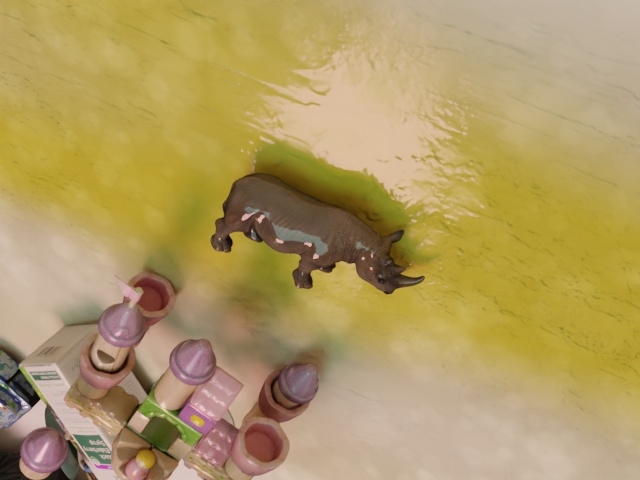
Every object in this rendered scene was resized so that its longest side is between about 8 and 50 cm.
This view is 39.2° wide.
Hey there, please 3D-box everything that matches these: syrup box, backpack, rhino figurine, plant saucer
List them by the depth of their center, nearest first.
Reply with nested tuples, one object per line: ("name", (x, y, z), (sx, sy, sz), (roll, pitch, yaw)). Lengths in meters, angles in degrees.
("rhino figurine", (0.000, 0.000, 0.989), (0.243, 0.073, 0.106), (22, 133, 7))
("syrup box", (-0.311, 0.240, 1.279), (0.093, 0.096, 0.237), (-8, 118, 41))
("backpack", (-0.496, 0.228, 1.375), (0.105, 0.084, 0.114), (-35, 102, 36))
("plant saucer", (-0.391, 0.308, 1.383), (0.021, 0.119, 0.119), (-21, 119, -7))

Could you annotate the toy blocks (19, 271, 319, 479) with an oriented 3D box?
("toy blocks", (-0.167, 0.201, 1.054), (0.288, 0.309, 0.260), (36, 137, -3))

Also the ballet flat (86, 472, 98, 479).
("ballet flat", (-0.316, 0.454, 1.455), (0.250, 0.058, 0.084), (63, 169, -28))

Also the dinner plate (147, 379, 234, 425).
("dinner plate", (-0.191, 0.257, 1.300), (0.141, 0.017, 0.141), (11, 127, 15))

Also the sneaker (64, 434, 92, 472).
("sneaker", (-0.322, 0.338, 1.374), (0.069, 0.084, 0.186), (-23, 111, 35))

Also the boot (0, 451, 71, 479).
("boot", (-0.462, 0.560, 1.579), (0.366, 0.146, 0.445), (-10, 126, 38))
